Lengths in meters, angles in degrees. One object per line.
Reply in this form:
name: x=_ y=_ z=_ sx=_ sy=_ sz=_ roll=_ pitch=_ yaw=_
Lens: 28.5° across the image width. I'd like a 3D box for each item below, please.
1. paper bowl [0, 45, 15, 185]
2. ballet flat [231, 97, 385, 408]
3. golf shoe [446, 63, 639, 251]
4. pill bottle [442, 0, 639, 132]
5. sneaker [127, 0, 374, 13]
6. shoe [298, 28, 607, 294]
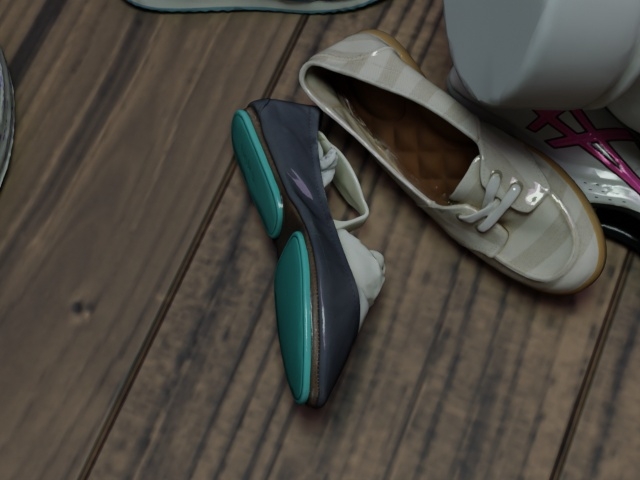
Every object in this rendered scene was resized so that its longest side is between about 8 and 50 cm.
paper bowl: x=-0.340 y=-0.090 z=0.754 sx=0.284 sy=0.148 sz=0.284 roll=-1 pitch=68 yaw=3
ballet flat: x=0.000 y=0.000 z=0.738 sx=0.074 sy=0.074 sz=0.203 roll=-14 pitch=60 yaw=-3
golf shoe: x=0.148 y=-0.050 z=0.750 sx=0.186 sy=0.067 sz=0.086 roll=32 pitch=74 yaw=15
pill bottle: x=0.260 y=-0.153 z=0.673 sx=0.361 sy=0.204 sz=0.204 roll=-1 pitch=66 yaw=-13
sneaker: x=-0.028 y=-0.204 z=0.813 sx=0.228 sy=0.092 sz=0.087 roll=-7 pitch=65 yaw=-1
shoe: x=0.072 y=-0.044 z=0.740 sx=0.219 sy=0.077 sz=0.058 roll=44 pitch=33 yaw=22
